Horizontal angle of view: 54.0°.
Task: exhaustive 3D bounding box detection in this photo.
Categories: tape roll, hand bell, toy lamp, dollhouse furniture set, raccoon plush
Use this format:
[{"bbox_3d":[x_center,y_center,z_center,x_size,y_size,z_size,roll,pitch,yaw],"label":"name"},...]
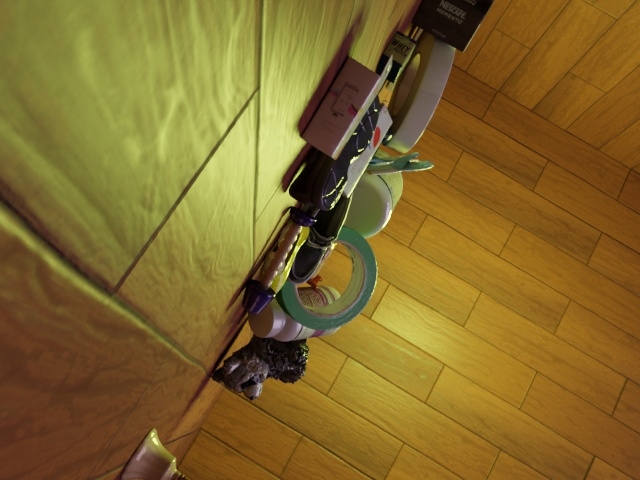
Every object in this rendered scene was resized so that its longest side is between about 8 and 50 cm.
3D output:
[{"bbox_3d":[0.288,-0.457,1.887,0.392,0.072,0.392,-161,-90,-82],"label":"tape roll"},{"bbox_3d":[-0.304,0.535,1.389,0.126,0.242,0.126,-58,178,-4],"label":"hand bell"},{"bbox_3d":[0.015,0.106,1.880,0.321,0.321,0.077,-59,-150,-3],"label":"tape roll"},{"bbox_3d":[-0.107,0.051,1.515,0.275,0.080,0.080,-61,178,7],"label":"toy lamp"},{"bbox_3d":[0.000,0.000,2.185,0.201,0.152,0.374,-60,178,16],"label":"dollhouse furniture set"},{"bbox_3d":[-0.230,0.335,2.169,0.446,0.299,0.216,-109,-149,-43],"label":"raccoon plush"}]

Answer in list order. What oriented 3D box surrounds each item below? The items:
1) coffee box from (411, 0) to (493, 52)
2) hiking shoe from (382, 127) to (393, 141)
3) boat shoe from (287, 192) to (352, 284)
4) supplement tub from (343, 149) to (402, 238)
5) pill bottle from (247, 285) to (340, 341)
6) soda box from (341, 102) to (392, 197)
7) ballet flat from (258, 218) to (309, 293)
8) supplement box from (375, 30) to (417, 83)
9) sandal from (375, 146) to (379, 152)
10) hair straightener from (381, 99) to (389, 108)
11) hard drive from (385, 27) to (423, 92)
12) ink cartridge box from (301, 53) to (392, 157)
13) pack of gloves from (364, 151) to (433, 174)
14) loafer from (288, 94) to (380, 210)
[{"bbox_3d":[0.389,-0.665,1.769,0.119,0.168,0.297,-61,178,42],"label":"coffee box"},{"bbox_3d":[0.137,-0.293,1.835,0.132,0.113,0.304,-60,178,14],"label":"hiking shoe"},{"bbox_3d":[-0.015,-0.025,1.709,0.335,0.121,0.119,-69,-157,12],"label":"boat shoe"},{"bbox_3d":[0.140,-0.164,2.049,0.235,0.235,0.325,-60,178,28],"label":"supplement tub"},{"bbox_3d":[-0.079,0.235,2.019,0.301,0.169,0.169,1,128,-45],"label":"pill bottle"},{"bbox_3d":[0.077,-0.211,1.420,0.216,0.069,0.074,-59,149,-11],"label":"soda box"},{"bbox_3d":[-0.101,0.033,1.601,0.231,0.077,0.077,-61,158,-23],"label":"ballet flat"},{"bbox_3d":[0.185,-0.448,1.539,0.083,0.056,0.083,-58,178,-15],"label":"supplement box"},{"bbox_3d":[0.166,-0.358,2.060,0.060,0.089,0.219,89,22,-45],"label":"sandal"},{"bbox_3d":[0.226,-0.475,2.450,0.089,0.047,0.230,-58,173,-31],"label":"hair straightener"},{"bbox_3d":[0.331,-0.663,2.141,0.319,0.040,0.210,-60,178,25],"label":"hard drive"},{"bbox_3d":[0.049,-0.244,1.099,0.198,0.067,0.115,-58,178,6],"label":"ink cartridge box"},{"bbox_3d":[0.206,-0.244,1.871,0.195,0.232,0.046,-144,-129,-59],"label":"pack of gloves"},{"bbox_3d":[0.030,-0.200,1.312,0.303,0.095,0.109,-63,149,-25],"label":"loafer"}]
